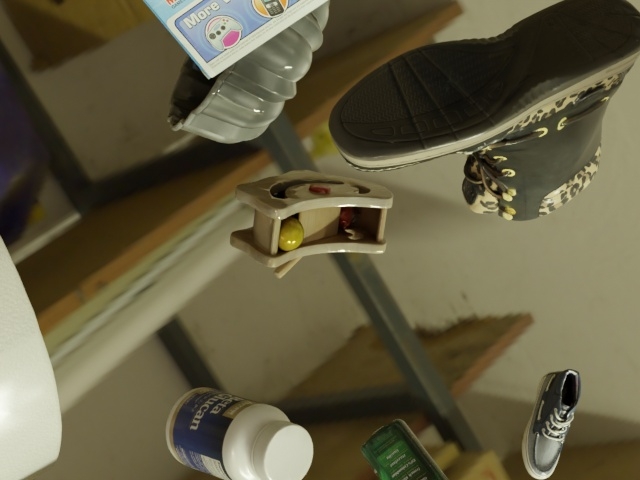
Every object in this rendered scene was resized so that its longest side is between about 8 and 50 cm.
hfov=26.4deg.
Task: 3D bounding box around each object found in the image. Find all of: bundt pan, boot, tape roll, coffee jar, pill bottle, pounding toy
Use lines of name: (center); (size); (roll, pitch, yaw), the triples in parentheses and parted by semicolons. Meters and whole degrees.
bundt pan: (-0.096, -0.283, 2.028); (0.331, 0.124, 0.331); (-51, -158, 29)
boot: (0.195, -0.121, 1.608); (0.377, 0.138, 0.284); (-26, 152, -11)
boot: (0.397, 0.311, 2.330); (0.086, 0.069, 0.190); (137, -35, -71)
tape roll: (-0.361, 0.054, 1.216); (0.072, 0.392, 0.392); (-28, -168, -30)
coffee jar: (0.138, 0.345, 1.911); (0.079, 0.184, 0.096); (-37, 160, -3)
pill bottle: (-0.089, 0.223, 1.523); (0.169, 0.094, 0.094); (8, -140, 48)
pounding toy: (0.000, 0.000, 1.779); (0.154, 0.155, 0.269); (18, -159, 31)

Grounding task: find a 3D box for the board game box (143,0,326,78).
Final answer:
board game box: (-0.071, -0.351, 1.226); (0.308, 0.302, 0.086); (-30, -154, 21)
